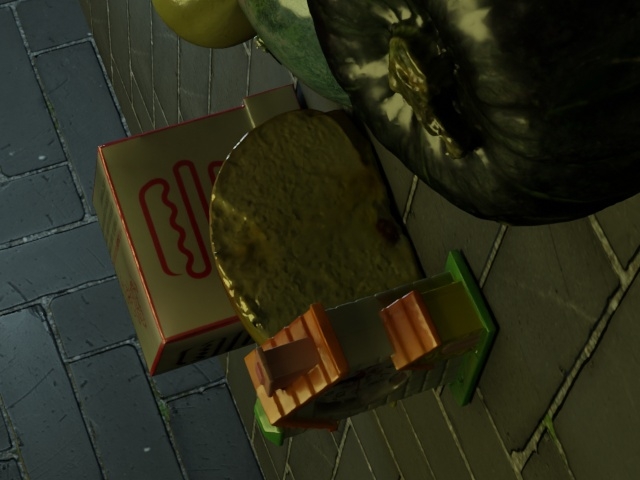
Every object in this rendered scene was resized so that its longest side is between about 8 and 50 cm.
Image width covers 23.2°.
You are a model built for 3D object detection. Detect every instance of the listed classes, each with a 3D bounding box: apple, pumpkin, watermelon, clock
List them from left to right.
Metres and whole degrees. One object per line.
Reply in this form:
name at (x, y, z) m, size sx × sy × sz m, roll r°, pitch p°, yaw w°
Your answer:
apple at (-0.133, -0.345, 2.046) m, size 0.200 × 0.200 × 0.200 m, roll 162°, pitch 90°, yaw -76°
apple at (0.000, 0.000, 1.967) m, size 0.252 × 0.314 × 0.309 m, roll -37°, pitch 71°, yaw 30°
watermelon at (0.019, -0.199, 1.548) m, size 0.322 × 0.175 × 0.188 m, roll 18°, pitch -126°, yaw -73°
clock at (0.049, 0.142, 1.769) m, size 0.220 × 0.255 × 0.106 m, roll 97°, pitch 152°, yaw -61°
pumpkin at (0.139, -0.170, 1.057) m, size 0.323 × 0.241 × 0.323 m, roll 44°, pitch 151°, yaw 32°

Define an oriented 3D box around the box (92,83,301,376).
box at (-0.145, -0.005, 2.258) m, size 0.314 × 0.300 × 0.312 m, roll 125°, pitch 127°, yaw -73°
